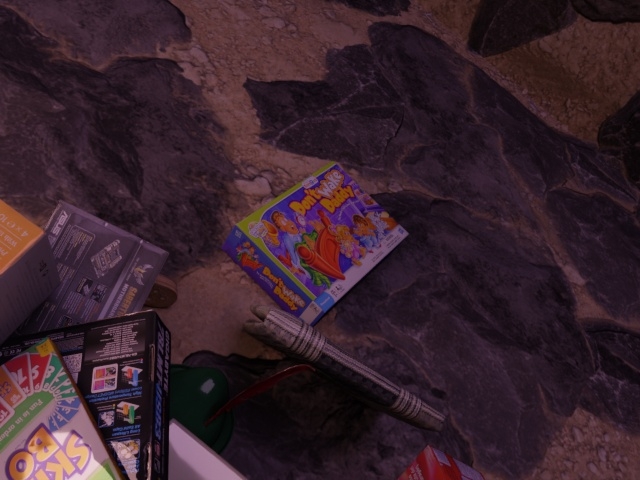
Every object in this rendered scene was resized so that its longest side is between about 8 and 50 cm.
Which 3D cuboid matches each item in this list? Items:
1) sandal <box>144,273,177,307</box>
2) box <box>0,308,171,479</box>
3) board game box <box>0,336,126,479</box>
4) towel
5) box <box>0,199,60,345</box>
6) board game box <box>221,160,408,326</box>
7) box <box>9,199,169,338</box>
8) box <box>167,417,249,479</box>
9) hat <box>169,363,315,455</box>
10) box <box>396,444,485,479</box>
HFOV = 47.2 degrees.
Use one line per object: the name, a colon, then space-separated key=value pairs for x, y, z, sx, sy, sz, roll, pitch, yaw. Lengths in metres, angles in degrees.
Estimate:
sandal: x=-0.338 y=0.083 z=1.163 sx=0.239 sy=0.088 sz=0.079 roll=16 pitch=40 yaw=-30
box: x=-0.338 y=0.249 z=0.913 sx=0.295 sy=0.073 sz=0.294 roll=-11 pitch=53 yaw=3
board game box: x=-0.321 y=0.241 z=0.854 sx=0.124 sy=0.039 sz=0.259 roll=-33 pitch=58 yaw=-13
towel: x=0.023 y=0.195 z=1.174 sx=0.312 sy=0.324 sz=0.056 roll=32 pitch=78 yaw=-7
box: x=-0.523 y=0.083 z=0.884 sx=0.215 sy=0.168 sz=0.345 roll=35 pitch=62 yaw=6
board game box: x=0.000 y=0.000 z=1.479 sx=0.233 sy=0.078 sz=0.347 roll=44 pitch=42 yaw=7
box: x=-0.359 y=0.081 z=1.094 sx=0.183 sy=0.056 sz=0.231 roll=27 pitch=74 yaw=-12
box: x=-0.122 y=0.386 z=0.979 sx=0.311 sy=0.148 sz=0.121 roll=38 pitch=66 yaw=3
hat: x=-0.167 y=0.218 z=1.088 sx=0.173 sy=0.183 sz=0.208 roll=49 pitch=42 yaw=9
box: x=0.211 y=0.453 z=1.106 sx=0.128 sy=0.123 sz=0.257 roll=32 pitch=14 yaw=-24
